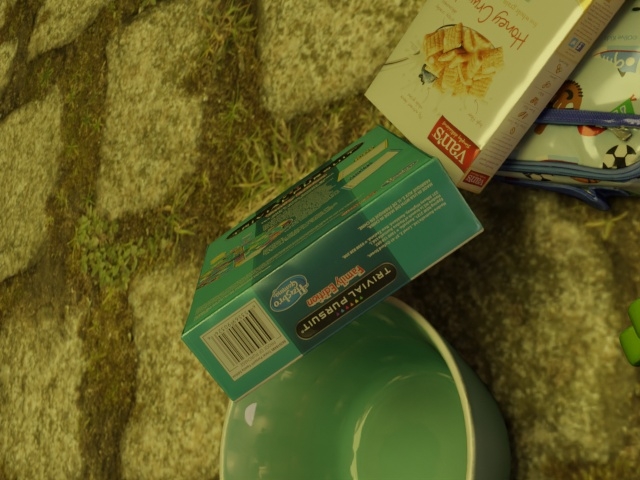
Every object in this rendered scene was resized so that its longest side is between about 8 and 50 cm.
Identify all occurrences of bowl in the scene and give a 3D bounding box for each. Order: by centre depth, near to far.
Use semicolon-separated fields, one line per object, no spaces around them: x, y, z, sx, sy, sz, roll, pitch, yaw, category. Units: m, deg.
0.061;0.215;0.848;0.312;0.163;0.311;-16;65;38;bowl

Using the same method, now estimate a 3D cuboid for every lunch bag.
0.239;-0.160;0.847;0.303;0.115;0.243;13;87;46;lunch bag

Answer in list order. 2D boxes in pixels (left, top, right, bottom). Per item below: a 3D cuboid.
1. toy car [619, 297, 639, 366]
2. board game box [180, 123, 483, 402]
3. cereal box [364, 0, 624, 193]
0.356;0.104;0.665;0.189;0.149;0.155;-18;64;6;toy car
0.000;0.000;0.855;0.254;0.079;0.336;-35;12;4;board game box
0.161;-0.188;0.819;0.240;0.047;0.173;-56;47;21;cereal box
